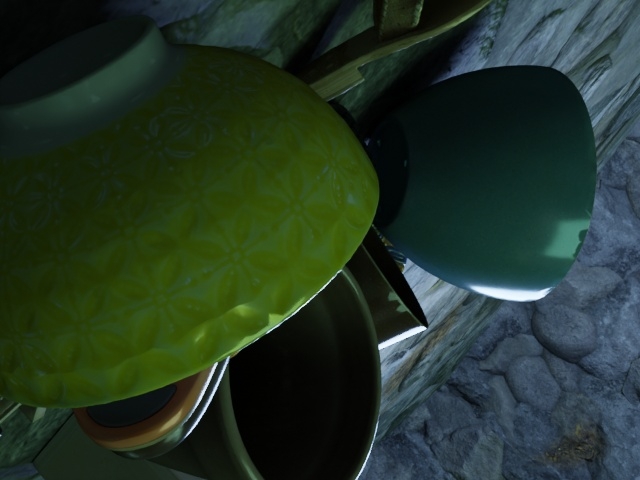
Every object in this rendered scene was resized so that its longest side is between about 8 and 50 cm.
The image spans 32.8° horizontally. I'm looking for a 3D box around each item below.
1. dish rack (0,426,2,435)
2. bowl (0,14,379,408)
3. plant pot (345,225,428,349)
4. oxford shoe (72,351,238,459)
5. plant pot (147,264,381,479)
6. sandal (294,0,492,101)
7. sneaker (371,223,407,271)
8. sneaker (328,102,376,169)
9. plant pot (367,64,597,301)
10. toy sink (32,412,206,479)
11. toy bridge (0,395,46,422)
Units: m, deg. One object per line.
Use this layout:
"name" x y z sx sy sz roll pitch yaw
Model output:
"dish rack" -0.357 0.194 0.889 0.271 0.074 0.208 -53 164 22
"bowl" -0.124 -0.047 0.690 0.289 0.289 0.156 -39 121 -25
"plant pot" -0.029 0.071 1.257 0.230 0.215 0.215 -34 166 8
"oxford shoe" -0.088 0.050 0.810 0.130 0.132 0.363 -12 -151 13
"plant pot" -0.101 0.135 1.088 0.229 0.263 0.263 -7 -170 35
"sandal" 0.064 -0.216 0.984 0.240 0.079 0.088 -32 -154 8
"sneaker" 0.028 0.071 1.567 0.296 0.112 0.131 -64 -163 9
"sneaker" -0.026 -0.084 1.110 0.097 0.084 0.235 -27 172 25
"plant pot" 0.165 -0.074 1.306 0.195 0.290 0.290 3 140 -21
"toy sink" -0.192 0.295 1.271 0.131 0.234 0.153 -50 165 9
"toy bridge" -0.280 0.153 1.075 0.188 0.026 0.063 -32 158 -43
